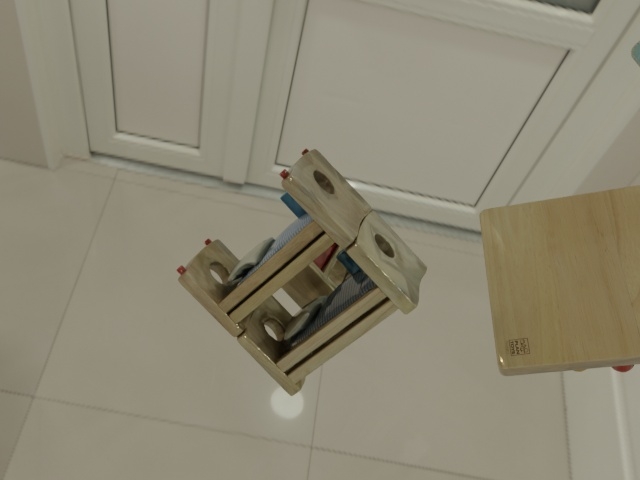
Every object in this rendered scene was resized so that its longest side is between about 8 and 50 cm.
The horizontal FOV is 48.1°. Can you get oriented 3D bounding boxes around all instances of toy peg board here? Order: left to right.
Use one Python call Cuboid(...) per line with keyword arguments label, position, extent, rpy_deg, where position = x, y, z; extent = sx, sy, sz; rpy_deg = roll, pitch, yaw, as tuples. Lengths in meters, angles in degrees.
Cuboid(label="toy peg board", position=(0.229, 0.047, 0.616), extent=(0.160, 0.079, 0.161), rpy_deg=(-9, 52, 15))

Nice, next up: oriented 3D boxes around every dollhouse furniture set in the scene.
Cuboid(label="dollhouse furniture set", position=(0.000, 0.000, 0.584), extent=(0.129, 0.129, 0.184), rpy_deg=(47, 27, -7))

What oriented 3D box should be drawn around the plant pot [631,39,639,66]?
Cuboid(label="plant pot", position=(0.645, -0.298, 1.004), extent=(0.247, 0.248, 0.252), rpy_deg=(46, 52, -1))
